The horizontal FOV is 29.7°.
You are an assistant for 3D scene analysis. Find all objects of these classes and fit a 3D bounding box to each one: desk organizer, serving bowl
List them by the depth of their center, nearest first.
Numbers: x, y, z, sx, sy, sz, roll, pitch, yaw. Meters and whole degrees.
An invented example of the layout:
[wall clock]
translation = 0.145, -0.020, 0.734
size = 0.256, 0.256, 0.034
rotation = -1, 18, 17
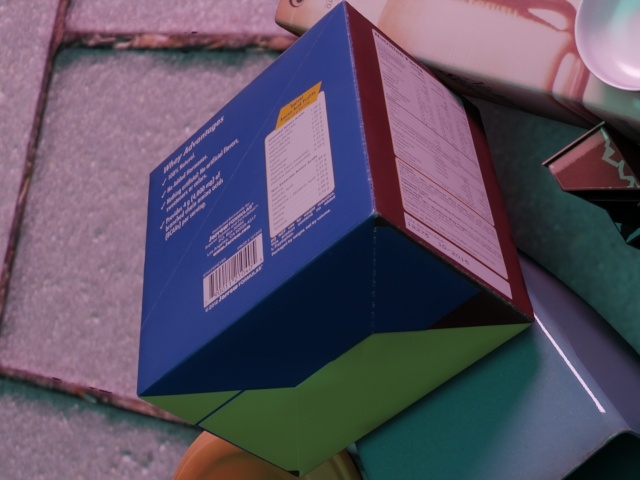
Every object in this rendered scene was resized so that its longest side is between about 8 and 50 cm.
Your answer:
[serving bowl]
translation = 0.190, -0.123, 0.693
size = 0.083, 0.027, 0.083
rotation = -6, 79, 32
[desk organizer]
translation = 0.199, -0.032, 0.788
size = 0.047, 0.130, 0.050
rotation = -36, 65, 22

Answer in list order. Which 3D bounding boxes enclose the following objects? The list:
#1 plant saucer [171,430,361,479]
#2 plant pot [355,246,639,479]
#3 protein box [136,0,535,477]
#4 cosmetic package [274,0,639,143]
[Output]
[plant saucer]
translation = -0.053, 0.232, 0.961
size = 0.200, 0.037, 0.200
rotation = -7, 78, 32
[plant pot]
translation = 0.116, 0.101, 0.802
size = 0.166, 0.165, 0.234
rotation = -45, 48, 18
[protein box]
translation = 0.000, 0.000, 0.765
size = 0.200, 0.136, 0.201
rotation = -38, 36, 28
[cosmetic package]
translation = 0.136, -0.161, 0.844
size = 0.296, 0.153, 0.129
rotation = 21, 94, 36
